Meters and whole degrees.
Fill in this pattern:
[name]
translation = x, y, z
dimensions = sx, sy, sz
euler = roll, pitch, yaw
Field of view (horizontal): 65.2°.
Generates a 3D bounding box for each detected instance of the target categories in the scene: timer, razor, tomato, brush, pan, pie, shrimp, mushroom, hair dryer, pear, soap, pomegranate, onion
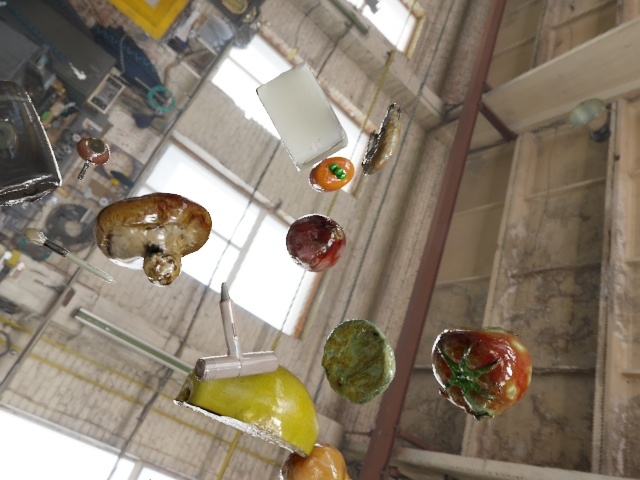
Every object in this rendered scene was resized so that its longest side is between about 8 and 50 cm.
[timer]
translation = 0.037, -0.185, 1.403
dimensions = 0.136, 0.099, 0.136
euler = -28, -165, 8
[razor]
translation = -0.804, -0.247, 1.269
dimensions = 0.205, 0.348, 0.113
euler = -19, 164, -31
[tomato]
translation = 0.509, 0.391, 1.565
dimensions = 0.304, 0.239, 0.303
euler = 18, -65, 46
[brush]
translation = -0.760, 0.053, 1.522
dimensions = 0.042, 0.299, 0.039
euler = -60, -164, -20
[pan]
translation = -0.479, -0.174, 1.044
dimensions = 0.023, 0.069, 0.115
euler = -33, -140, 41
[pie]
translation = 0.083, 0.268, 1.115
dimensions = 0.187, 0.041, 0.186
euler = -7, -102, 33
[shrimp]
translation = 0.145, -0.241, 1.176
dimensions = 0.126, 0.048, 0.223
euler = -37, -151, 52
[mushroom]
translation = -0.418, 0.003, 1.236
dimensions = 0.267, 0.267, 0.254
euler = -23, -138, 47
[hair dryer]
translation = -0.193, 0.209, 1.180
dimensions = 0.054, 0.195, 0.220
euler = -10, -102, 50
[pear]
translation = -0.175, 0.420, 1.349
dimensions = 0.340, 0.387, 0.191
euler = -16, -135, 52
[soap]
translation = -0.035, -0.246, 0.996
dimensions = 0.122, 0.183, 0.064
euler = -28, 178, 3
[pomegranate]
translation = -0.015, 0.679, 1.443
dimensions = 0.209, 0.209, 0.209
euler = -39, -151, 27
[onion]
translation = 0.000, 0.000, 1.286
dimensions = 0.195, 0.160, 0.159
euler = -23, -142, 57

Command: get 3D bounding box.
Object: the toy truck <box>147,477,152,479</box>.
[toy truck]
translation = -0.528, 0.793, 1.446
dimensions = 0.080, 0.115, 0.177
euler = 28, -58, 34
